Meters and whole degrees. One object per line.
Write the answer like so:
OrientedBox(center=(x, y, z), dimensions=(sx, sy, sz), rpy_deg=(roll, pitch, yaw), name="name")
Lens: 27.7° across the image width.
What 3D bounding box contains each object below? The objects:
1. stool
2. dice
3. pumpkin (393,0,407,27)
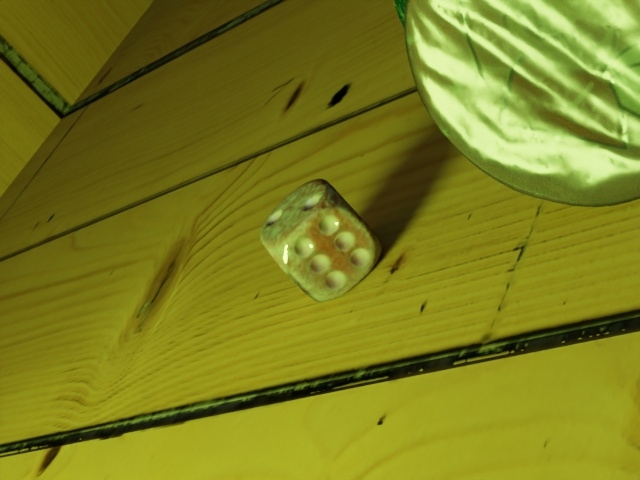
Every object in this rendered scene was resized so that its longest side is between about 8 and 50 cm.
OrientedBox(center=(0.226, -0.181, 1.084), dimensions=(0.272, 0.272, 0.178), rpy_deg=(-18, 19, 44), name="stool")
OrientedBox(center=(0.000, 0.000, 1.317), dimensions=(0.094, 0.093, 0.091), rpy_deg=(-44, 23, 2), name="dice")
OrientedBox(center=(0.204, -0.299, 1.382), dimensions=(0.293, 0.197, 0.263), rpy_deg=(-8, 39, 50), name="pumpkin")
